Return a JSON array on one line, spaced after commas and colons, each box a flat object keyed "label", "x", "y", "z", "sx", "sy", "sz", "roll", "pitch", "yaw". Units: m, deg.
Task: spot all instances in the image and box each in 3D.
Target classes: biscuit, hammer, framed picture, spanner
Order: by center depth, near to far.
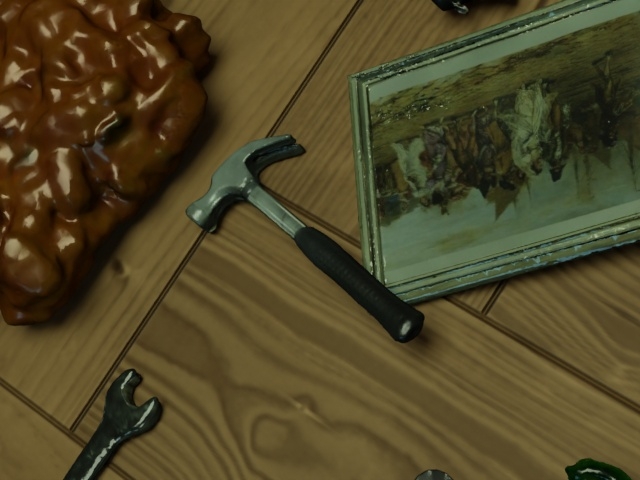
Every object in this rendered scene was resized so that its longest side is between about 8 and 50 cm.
[{"label": "framed picture", "x": 0.142, "y": -0.074, "z": 1.255, "sx": 0.274, "sy": 0.017, "sz": 0.217, "roll": -18, "pitch": 63, "yaw": 25}, {"label": "hammer", "x": 0.000, "y": 0.000, "z": 1.288, "sx": 0.103, "sy": 0.029, "sz": 0.246, "roll": -50, "pitch": 51, "yaw": -3}, {"label": "spanner", "x": -0.208, "y": 0.214, "z": 1.320, "sx": 0.054, "sy": 0.015, "sz": 0.254, "roll": 32, "pitch": 85, "yaw": 32}, {"label": "biscuit", "x": -0.260, "y": -0.110, "z": 1.425, "sx": 0.318, "sy": 0.110, "sz": 0.312, "roll": 36, "pitch": 86, "yaw": 32}]

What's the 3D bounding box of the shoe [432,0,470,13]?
[{"label": "shoe", "x": 0.092, "y": -0.249, "z": 1.342, "sx": 0.099, "sy": 0.071, "sz": 0.169, "roll": -23, "pitch": 65, "yaw": 18}]

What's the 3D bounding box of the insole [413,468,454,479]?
[{"label": "insole", "x": 0.115, "y": 0.217, "z": 1.173, "sx": 0.053, "sy": 0.002, "sz": 0.152, "roll": -49, "pitch": 58, "yaw": 0}]

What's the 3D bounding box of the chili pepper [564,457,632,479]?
[{"label": "chili pepper", "x": 0.206, "y": 0.228, "z": 1.099, "sx": 0.073, "sy": 0.050, "sz": 0.182, "roll": -15, "pitch": 61, "yaw": 27}]
